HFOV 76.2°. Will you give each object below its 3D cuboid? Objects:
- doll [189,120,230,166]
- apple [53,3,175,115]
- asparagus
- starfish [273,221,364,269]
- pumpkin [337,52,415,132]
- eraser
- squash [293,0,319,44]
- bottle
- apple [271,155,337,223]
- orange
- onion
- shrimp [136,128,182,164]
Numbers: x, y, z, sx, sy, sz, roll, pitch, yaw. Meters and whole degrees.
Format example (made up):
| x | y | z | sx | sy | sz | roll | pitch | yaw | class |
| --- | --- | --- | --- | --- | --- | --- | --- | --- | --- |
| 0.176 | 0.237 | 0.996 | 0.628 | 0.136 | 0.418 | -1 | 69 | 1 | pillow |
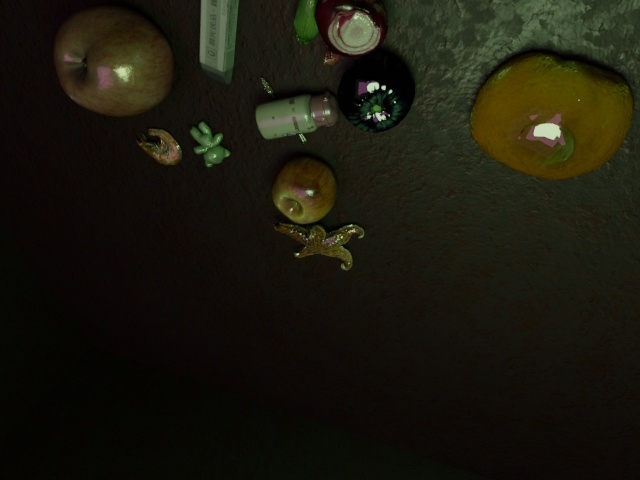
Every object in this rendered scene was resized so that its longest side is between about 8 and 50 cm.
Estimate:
| x | y | z | sx | sy | sz | roll | pitch | yaw | class |
| --- | --- | --- | --- | --- | --- | --- | --- | --- | --- |
| -0.385 | -0.336 | 1.413 | 0.115 | 0.077 | 0.150 | -29 | 104 | 1 | doll |
| -0.622 | -0.524 | 1.219 | 0.345 | 0.269 | 0.344 | 15 | 133 | 17 | apple |
| -0.111 | -0.393 | 1.244 | 0.233 | 0.022 | 0.023 | 52 | 165 | -23 | asparagus |
| 0.001 | 0.002 | 1.447 | 0.312 | 0.113 | 0.303 | 1 | 154 | 16 | starfish |
| 0.142 | -0.375 | 1.043 | 0.202 | 0.140 | 0.202 | 3 | 144 | 2 | pumpkin |
| -0.280 | -0.599 | 1.122 | 0.089 | 0.061 | 0.352 | 24 | 135 | 6 | eraser |
| -0.015 | -0.582 | 0.989 | 0.068 | 0.077 | 0.219 | 35 | 138 | 8 | squash |
| -0.061 | -0.362 | 1.173 | 0.233 | 0.110 | 0.110 | -6 | 126 | 16 | bottle |
| -0.051 | -0.160 | 1.301 | 0.211 | 0.188 | 0.211 | 17 | 136 | 18 | apple |
| 0.518 | -0.273 | 0.930 | 0.335 | 0.196 | 0.262 | 28 | 123 | 12 | orange |
| 0.061 | -0.514 | 0.974 | 0.173 | 0.135 | 0.198 | 21 | 155 | -20 | onion |
| -0.599 | -0.358 | 1.520 | 0.187 | 0.051 | 0.132 | 24 | 117 | -1 | shrimp |
